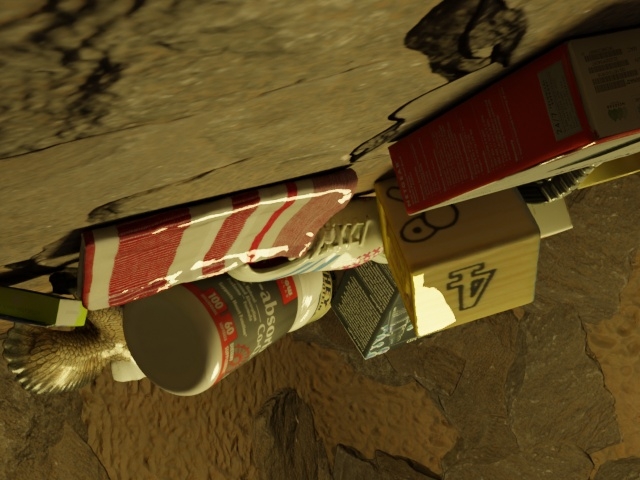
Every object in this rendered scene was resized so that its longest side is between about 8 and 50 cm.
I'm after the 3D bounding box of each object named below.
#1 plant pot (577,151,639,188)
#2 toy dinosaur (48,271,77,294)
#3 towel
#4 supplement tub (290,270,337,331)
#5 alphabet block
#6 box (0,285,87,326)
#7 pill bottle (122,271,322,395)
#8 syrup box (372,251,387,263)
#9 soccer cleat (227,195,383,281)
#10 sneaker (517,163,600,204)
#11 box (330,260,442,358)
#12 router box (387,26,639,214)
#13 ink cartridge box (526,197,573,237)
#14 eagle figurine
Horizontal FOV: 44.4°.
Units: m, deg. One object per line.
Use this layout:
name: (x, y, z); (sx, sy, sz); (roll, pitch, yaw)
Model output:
plant pot: (0.521, -0.158, 1.427); (0.134, 0.095, 0.134); (-17, 177, -1)
toy dinosaur: (-0.265, 0.036, 1.094); (0.268, 0.064, 0.118); (-22, 168, 34)
towel: (-0.133, 0.003, 0.976); (0.329, 0.037, 0.237); (-15, 164, -23)
supplement tub: (-0.082, 0.138, 2.308); (0.235, 0.235, 0.325); (-17, 177, 15)
alphabet block: (0.209, 0.004, 1.219); (0.197, 0.192, 0.193); (-16, 139, -1)
box: (-0.395, 0.090, 1.075); (0.109, 0.042, 0.178); (11, 173, -2)
pill bottle: (-0.162, 0.113, 1.431); (0.210, 0.210, 0.363); (-19, -173, 37)
syrup box: (0.166, -0.004, 1.560); (0.093, 0.096, 0.237); (22, 169, -33)
soccer cleat: (0.000, 0.000, 1.297); (0.331, 0.116, 0.143); (-15, 177, -15)
sneaker: (0.412, -0.133, 1.224); (0.132, 0.086, 0.229); (-21, 171, -43)
box: (0.242, 0.108, 2.196); (0.294, 0.212, 0.395); (-15, 146, -29)
router box: (0.284, -0.128, 0.782); (0.335, 0.082, 0.301); (-15, 177, -23)
ink cartridge box: (0.381, -0.067, 1.647); (0.233, 0.168, 0.171); (-18, 176, 6)
eagle figurine: (-0.427, 0.168, 1.462); (0.225, 0.226, 0.298); (4, -178, -2)
